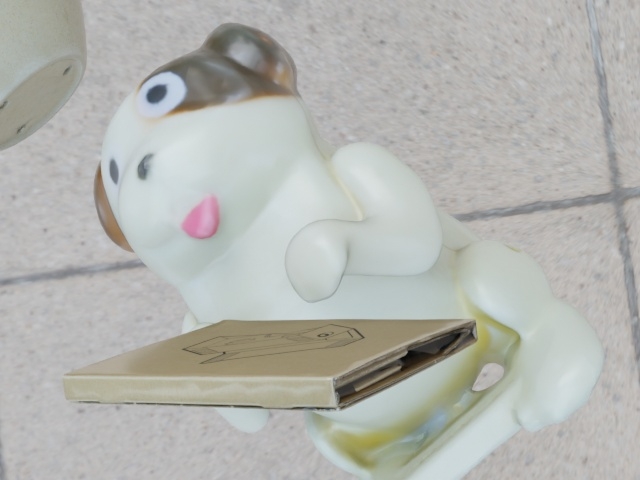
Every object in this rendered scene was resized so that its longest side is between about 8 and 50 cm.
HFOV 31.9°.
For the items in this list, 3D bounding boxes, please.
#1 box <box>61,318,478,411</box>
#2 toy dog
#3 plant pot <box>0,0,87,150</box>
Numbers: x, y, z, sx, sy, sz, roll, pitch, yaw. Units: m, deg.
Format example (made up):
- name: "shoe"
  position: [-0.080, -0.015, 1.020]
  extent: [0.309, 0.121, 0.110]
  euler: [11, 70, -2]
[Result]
- name: "box"
  position: [-0.029, 0.072, 0.686]
  extent: [0.201, 0.164, 0.021]
  euler: [-5, 96, 34]
- name: "toy dog"
  position: [0.000, 0.000, 0.967]
  extent: [0.408, 0.395, 0.284]
  euler: [39, 122, -14]
- name: "plant pot"
  position: [-0.330, -0.193, 1.042]
  extent: [0.191, 0.284, 0.284]
  euler: [45, 104, 6]
